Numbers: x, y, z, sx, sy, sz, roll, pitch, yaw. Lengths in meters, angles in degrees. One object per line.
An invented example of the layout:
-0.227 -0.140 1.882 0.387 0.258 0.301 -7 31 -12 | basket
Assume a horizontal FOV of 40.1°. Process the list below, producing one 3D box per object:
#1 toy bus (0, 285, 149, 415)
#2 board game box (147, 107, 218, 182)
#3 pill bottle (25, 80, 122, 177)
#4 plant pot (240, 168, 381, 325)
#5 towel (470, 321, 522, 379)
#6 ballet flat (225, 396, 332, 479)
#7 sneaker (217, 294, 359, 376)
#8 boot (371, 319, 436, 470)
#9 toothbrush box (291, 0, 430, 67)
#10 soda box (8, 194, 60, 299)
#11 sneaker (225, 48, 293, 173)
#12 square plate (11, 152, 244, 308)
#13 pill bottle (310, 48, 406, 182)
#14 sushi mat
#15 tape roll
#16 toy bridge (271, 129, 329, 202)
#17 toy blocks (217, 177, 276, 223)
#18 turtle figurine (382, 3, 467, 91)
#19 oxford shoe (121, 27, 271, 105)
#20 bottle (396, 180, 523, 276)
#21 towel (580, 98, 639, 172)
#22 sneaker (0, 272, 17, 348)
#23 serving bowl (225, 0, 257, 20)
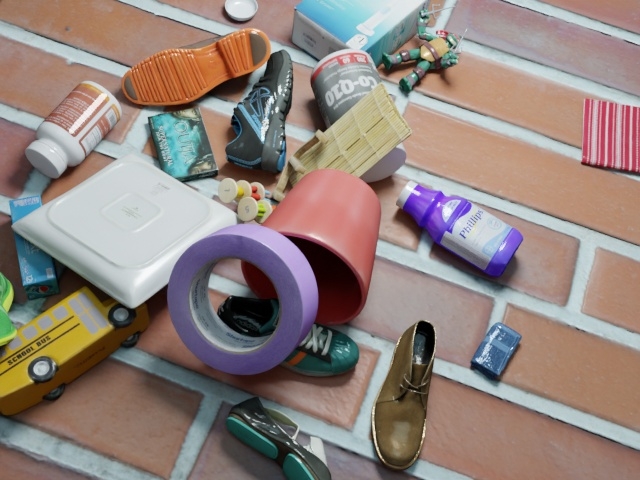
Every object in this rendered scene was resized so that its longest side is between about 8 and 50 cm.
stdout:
-0.501 0.203 1.713 0.333 0.108 0.130 -36 68 -23 | toy bus
-0.318 -0.219 2.022 0.126 0.026 0.186 -13 63 -13 | board game box
-0.553 -0.245 1.955 0.121 0.121 0.216 29 61 10 | pill bottle
0.000 0.000 1.812 0.275 0.275 0.243 20 50 5 | plant pot
0.369 0.229 1.841 0.067 0.029 0.119 32 62 13 | towel
-0.054 0.395 1.665 0.280 0.095 0.096 40 52 16 | ballet flat
-0.065 0.188 1.761 0.302 0.121 0.108 15 60 3 | sneaker
0.171 0.297 1.732 0.112 0.115 0.305 14 61 0 | boot
0.104 -0.563 2.210 0.216 0.126 0.295 37 64 15 | toothbrush box
-0.597 0.013 1.831 0.067 0.071 0.210 -12 62 -14 | soda box
-0.138 -0.315 2.043 0.140 0.125 0.340 5 58 2 | sneaker
-0.393 -0.046 1.815 0.347 0.049 0.344 30 47 21 | square plate
0.090 -0.288 2.030 0.161 0.161 0.283 -13 62 -13 | pill bottle
0.054 -0.195 1.927 0.019 0.316 0.151 7 51 -52 | sushi mat
-0.147 0.111 1.657 0.275 0.274 0.090 28 20 9 | tape roll
-0.052 -0.169 1.967 0.026 0.188 0.063 29 15 -31 | toy bridge
-0.137 -0.082 1.906 0.123 0.054 0.148 43 19 26 | toy blocks
0.279 -0.474 2.186 0.234 0.118 0.175 -35 62 -9 | turtle figurine
-0.295 -0.413 2.102 0.364 0.132 0.129 -16 108 -3 | oxford shoe
0.304 -0.035 1.949 0.283 0.092 0.118 33 63 12 | bottle
0.781 -0.247 2.162 0.275 0.031 0.198 10 62 1 | towel
-0.651 0.128 1.665 0.109 0.123 0.295 -29 31 -7 | sneaker
-0.203 -0.593 2.249 0.083 0.027 0.083 3 59 -5 | serving bowl
